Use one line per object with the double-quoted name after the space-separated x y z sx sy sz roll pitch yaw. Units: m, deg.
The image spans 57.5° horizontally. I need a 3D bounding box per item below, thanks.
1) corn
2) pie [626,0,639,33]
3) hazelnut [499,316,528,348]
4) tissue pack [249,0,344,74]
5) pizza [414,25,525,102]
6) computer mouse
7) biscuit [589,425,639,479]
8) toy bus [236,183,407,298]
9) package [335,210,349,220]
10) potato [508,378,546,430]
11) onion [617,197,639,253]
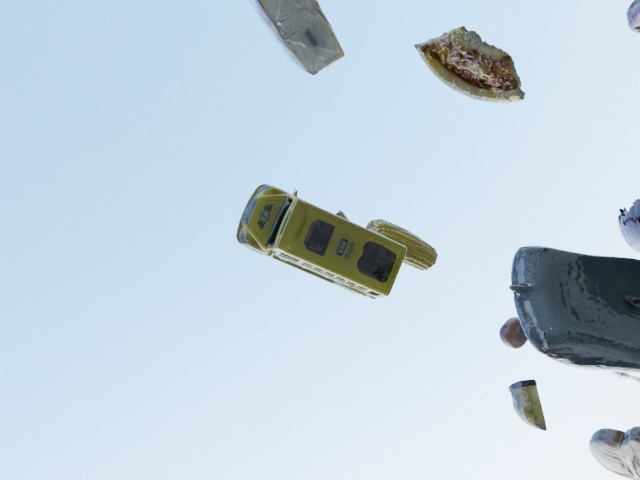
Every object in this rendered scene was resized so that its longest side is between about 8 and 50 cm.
0.229 0.013 1.647 0.244 0.093 0.093 22 -95 -31 "corn"
0.589 -0.371 0.876 0.218 0.204 0.054 -5 -94 -15 "pie"
0.528 0.251 1.580 0.086 0.086 0.086 -14 -69 -42 "hazelnut"
-0.050 -0.387 1.017 0.090 0.222 0.186 -33 -68 6 "tissue pack"
0.329 -0.381 1.278 0.056 0.271 0.134 -44 -11 -33 "pizza"
0.439 0.118 0.919 0.371 0.122 0.188 12 -125 -16 "computer mouse"
0.576 0.374 0.922 0.208 0.290 0.041 52 -122 -29 "biscuit"
0.000 0.000 1.189 0.331 0.151 0.145 23 -96 -10 "toy bus"
0.055 -0.006 1.470 0.120 0.031 0.108 38 -71 -17 "package"
0.484 0.390 1.358 0.096 0.066 0.103 60 -159 -48 "potato"
0.643 -0.032 0.938 0.272 0.272 0.195 -19 -96 -40 "onion"
